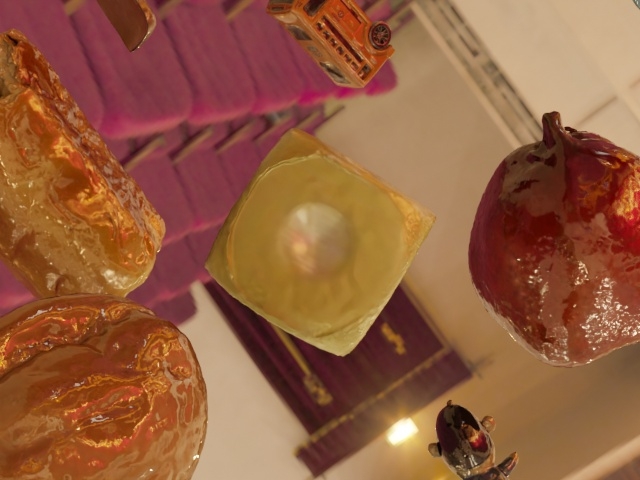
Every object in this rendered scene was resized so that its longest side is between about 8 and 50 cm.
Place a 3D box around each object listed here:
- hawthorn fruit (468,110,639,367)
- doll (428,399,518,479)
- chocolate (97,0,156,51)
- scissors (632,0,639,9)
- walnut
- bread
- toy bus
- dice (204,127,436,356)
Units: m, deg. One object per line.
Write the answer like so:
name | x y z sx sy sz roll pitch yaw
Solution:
hawthorn fruit | 0.329 0.008 1.390 0.295 0.295 0.311 -35 157 -22
doll | 0.192 0.275 1.328 0.102 0.179 0.089 -25 -175 0
chocolate | -0.233 -0.282 1.309 0.031 0.101 0.064 -27 169 -46
scissors | 0.334 -0.318 1.162 0.256 0.030 0.125 21 150 -31
walnut | -0.139 0.101 0.581 0.166 0.149 0.166 -6 -157 3
bread | -0.345 -0.069 1.297 0.195 0.344 0.149 -27 -158 25
toy bus | 0.001 -0.280 1.355 0.088 0.194 0.083 -54 -149 -12
dice | 0.000 0.000 1.058 0.166 0.169 0.169 -57 179 5
